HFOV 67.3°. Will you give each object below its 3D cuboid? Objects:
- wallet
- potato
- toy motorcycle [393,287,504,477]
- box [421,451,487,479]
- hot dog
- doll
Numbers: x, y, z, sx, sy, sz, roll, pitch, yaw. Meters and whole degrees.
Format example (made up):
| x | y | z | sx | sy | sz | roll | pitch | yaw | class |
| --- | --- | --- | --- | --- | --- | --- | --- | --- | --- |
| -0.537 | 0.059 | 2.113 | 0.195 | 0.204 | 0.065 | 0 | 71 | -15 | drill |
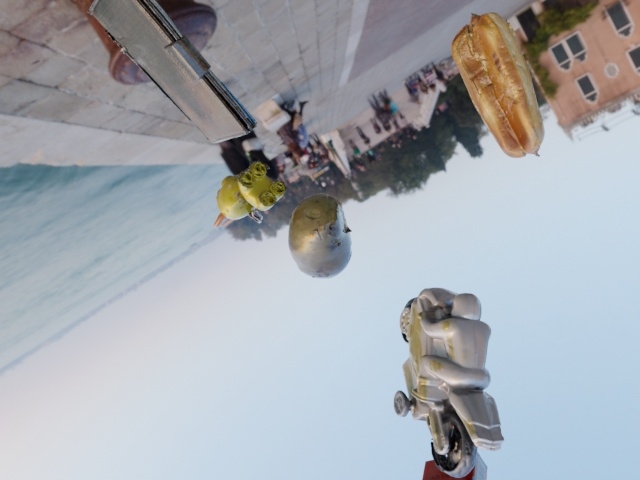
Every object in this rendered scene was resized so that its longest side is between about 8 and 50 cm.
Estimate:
| x | y | z | sx | sy | sz | roll | pitch | yaw | class |
| --- | --- | --- | --- | --- | --- | --- | --- | --- | --- |
| -0.259 | -0.307 | 0.859 | 0.169 | 0.317 | 0.044 | 1 | -130 | 51 | wallet |
| 0.000 | 0.000 | 1.203 | 0.164 | 0.262 | 0.165 | -1 | -137 | 1 | potato |
| 0.139 | 0.128 | 0.529 | 0.229 | 0.074 | 0.151 | -95 | -158 | -51 | toy motorcycle |
| 0.227 | 0.453 | 0.830 | 0.112 | 0.048 | 0.175 | -28 | -171 | 29 | box |
| 0.308 | -0.256 | 0.814 | 0.072 | 0.270 | 0.109 | -33 | -169 | -30 | hot dog |
| -0.184 | -0.104 | 1.171 | 0.221 | 0.135 | 0.143 | -31 | -162 | 52 | doll |
